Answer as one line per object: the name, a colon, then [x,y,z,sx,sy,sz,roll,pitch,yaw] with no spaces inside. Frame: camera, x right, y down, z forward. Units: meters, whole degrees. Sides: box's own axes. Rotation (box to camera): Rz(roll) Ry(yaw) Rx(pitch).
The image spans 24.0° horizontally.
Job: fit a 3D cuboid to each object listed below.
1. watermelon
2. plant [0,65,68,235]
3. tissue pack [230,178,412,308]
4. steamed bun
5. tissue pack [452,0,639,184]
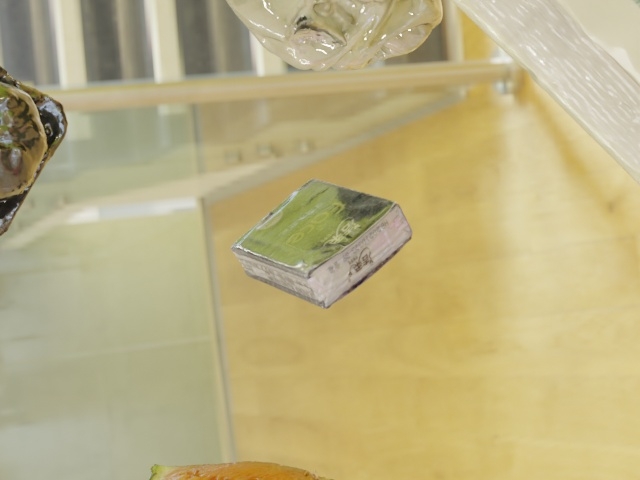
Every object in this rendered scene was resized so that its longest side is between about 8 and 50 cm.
watermelon: [-0.094,0.296,1.696,0.063,0.245,0.119,69,-150,-45]
plant: [-0.346,-0.089,1.492,0.164,0.142,0.256,-61,13,-17]
tissue pack: [0.000,0.000,1.371,0.156,0.112,0.051,20,145,58]
steamed bun: [0.040,-0.294,1.519,0.320,0.206,0.275,-2,51,47]
tissue pack: [0.244,-0.202,0.890,0.380,0.297,0.207,41,152,-11]
